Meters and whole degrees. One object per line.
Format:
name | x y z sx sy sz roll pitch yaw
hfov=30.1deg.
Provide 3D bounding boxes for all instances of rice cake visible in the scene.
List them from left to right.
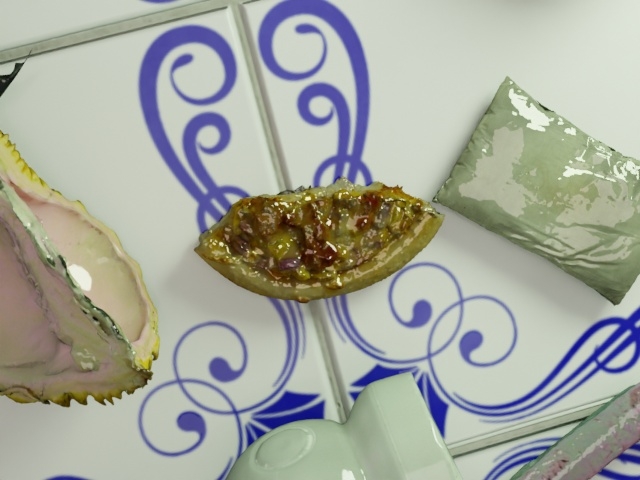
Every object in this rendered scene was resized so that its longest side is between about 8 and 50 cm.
rice cake | 0.242 0.255 1.221 0.290 0.051 0.081 -37 97 -3

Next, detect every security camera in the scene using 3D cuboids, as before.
security camera | 0.016 0.249 1.127 0.236 0.194 0.195 -21 97 -1

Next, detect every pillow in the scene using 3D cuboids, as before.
pillow | 0.244 -0.049 1.201 0.229 0.050 0.148 29 85 -5

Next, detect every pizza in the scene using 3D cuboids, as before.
pizza | 0.001 -0.001 1.167 0.246 0.058 0.127 3 93 -10

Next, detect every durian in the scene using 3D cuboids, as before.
durian | -0.287 0.040 1.094 0.195 0.185 0.305 -39 90 15

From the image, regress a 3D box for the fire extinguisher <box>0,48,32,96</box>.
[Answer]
fire extinguisher | -0.414 -0.147 1.089 0.294 0.093 0.118 3 108 -8
